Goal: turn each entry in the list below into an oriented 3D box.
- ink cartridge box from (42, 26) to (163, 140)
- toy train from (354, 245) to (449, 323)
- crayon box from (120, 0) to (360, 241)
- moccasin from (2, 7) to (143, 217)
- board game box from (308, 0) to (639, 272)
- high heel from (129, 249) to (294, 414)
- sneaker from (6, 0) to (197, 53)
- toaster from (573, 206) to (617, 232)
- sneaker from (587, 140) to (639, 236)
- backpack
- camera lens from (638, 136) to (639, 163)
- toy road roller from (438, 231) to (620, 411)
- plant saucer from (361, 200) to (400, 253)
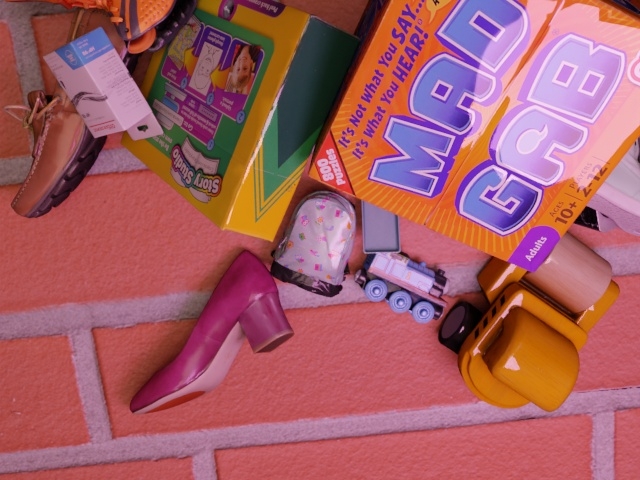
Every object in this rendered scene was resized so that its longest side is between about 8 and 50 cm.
[{"bbox_3d":[-0.330,-0.221,1.059,0.060,0.104,0.180,-45,118,-34],"label":"ink cartridge box"},{"bbox_3d":[0.156,0.079,1.285,0.184,0.080,0.105,25,96,-8],"label":"toy train"},{"bbox_3d":[-0.144,-0.218,1.064,0.106,0.363,0.312,11,108,-43],"label":"crayon box"},{"bbox_3d":[-0.430,-0.216,1.158,0.147,0.139,0.379,25,102,-7],"label":"moccasin"},{"bbox_3d":[0.229,-0.245,1.010,0.357,0.356,0.356,23,122,-8],"label":"board game box"},{"bbox_3d":[-0.229,0.183,1.308,0.377,0.127,0.181,-31,71,12],"label":"high heel"},{"bbox_3d":[-0.338,-0.366,1.046,0.322,0.124,0.179,-11,93,11],"label":"sneaker"},{"bbox_3d":[0.463,-0.113,1.199,0.110,0.186,0.167,-16,104,-9],"label":"toaster"},{"bbox_3d":[0.492,-0.099,1.068,0.256,0.094,0.151,25,79,-26],"label":"sneaker"},{"bbox_3d":[0.000,0.000,1.240,0.152,0.115,0.181,19,100,-4],"label":"backpack"},{"bbox_3d":[0.636,-0.166,1.144,0.220,0.219,0.274,-23,115,4],"label":"camera lens"},{"bbox_3d":[0.383,0.151,1.224,0.203,0.240,0.329,34,101,-10],"label":"toy road roller"},{"bbox_3d":[0.106,-0.072,1.242,0.067,0.018,0.191,-2,82,-1],"label":"plant saucer"}]
